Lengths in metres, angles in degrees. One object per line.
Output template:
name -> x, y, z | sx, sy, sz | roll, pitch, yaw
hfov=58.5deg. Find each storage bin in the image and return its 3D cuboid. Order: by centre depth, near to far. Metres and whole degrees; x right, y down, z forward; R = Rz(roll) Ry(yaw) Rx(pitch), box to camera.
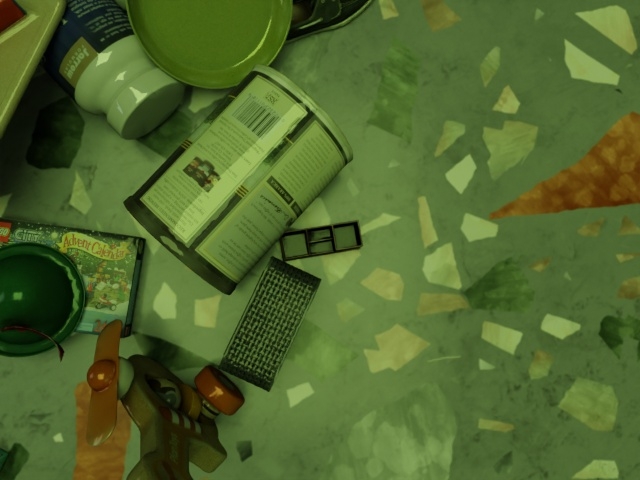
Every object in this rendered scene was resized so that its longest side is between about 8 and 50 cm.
storage bin -> -0.075, 0.122, 0.866 | 0.084, 0.122, 0.180 | 25, 85, -1

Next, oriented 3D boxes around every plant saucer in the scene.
plant saucer -> -0.159, -0.345, 0.829 | 0.241, 0.037, 0.241 | -10, 116, -21

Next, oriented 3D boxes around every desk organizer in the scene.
desk organizer -> 0.000, 0.000, 0.915 | 0.130, 0.050, 0.047 | -9, 86, -4

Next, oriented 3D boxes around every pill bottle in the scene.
pill bottle -> -0.342, -0.289, 0.866 | 0.153, 0.153, 0.264 | -44, 89, -5

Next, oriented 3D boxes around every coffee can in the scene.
coffee can -> -0.115, -0.087, 0.839 | 0.201, 0.201, 0.275 | 42, 85, 0

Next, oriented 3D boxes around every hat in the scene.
hat -> -0.430, 0.082, 0.773 | 0.209, 0.183, 0.173 | -8, 87, -3

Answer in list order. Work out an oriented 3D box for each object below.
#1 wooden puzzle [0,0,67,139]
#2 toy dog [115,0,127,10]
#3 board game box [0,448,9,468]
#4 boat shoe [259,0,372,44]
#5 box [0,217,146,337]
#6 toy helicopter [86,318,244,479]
wooden puzzle -> -0.552, -0.248, 0.748 | 0.322, 0.080, 0.347 | 22, 87, 3
toy dog -> -0.311, -0.514, 0.840 | 0.334, 0.161, 0.220 | 45, 59, 6
board game box -> -0.609, 0.355, 0.858 | 0.210, 0.047, 0.160 | 26, 84, -1
boat shoe -> 0.000, -0.392, 0.931 | 0.233, 0.079, 0.084 | -27, 86, -6
box -> -0.405, 0.057, 0.892 | 0.233, 0.044, 0.159 | 8, 86, -3
toy helicopter -> -0.211, 0.232, 0.734 | 0.140, 0.355, 0.235 | -45, 107, -5
